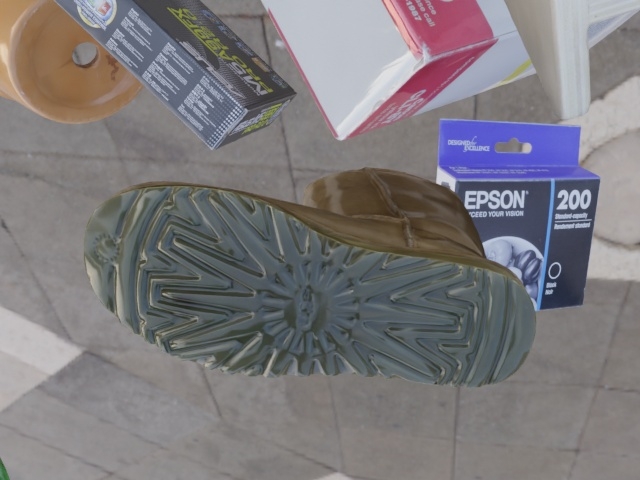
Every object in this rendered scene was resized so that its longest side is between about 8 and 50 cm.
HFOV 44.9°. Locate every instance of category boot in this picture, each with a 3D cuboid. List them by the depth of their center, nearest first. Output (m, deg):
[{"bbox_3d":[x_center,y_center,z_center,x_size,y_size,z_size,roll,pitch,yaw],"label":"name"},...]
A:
[{"bbox_3d":[0.000,0.000,0.497,0.236,0.269,0.089,16,104,-4],"label":"boot"}]

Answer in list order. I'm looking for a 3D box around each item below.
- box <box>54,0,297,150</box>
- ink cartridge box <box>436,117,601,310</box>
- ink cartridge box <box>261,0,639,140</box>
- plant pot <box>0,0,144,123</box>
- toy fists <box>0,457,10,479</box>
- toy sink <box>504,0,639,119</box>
[{"bbox_3d":[-0.164,-0.226,0.860,0.270,0.216,0.060,43,109,-1],"label":"box"},{"bbox_3d":[0.212,-0.024,0.836,0.206,0.208,0.045,-3,-169,-28],"label":"ink cartridge box"},{"bbox_3d":[0.132,-0.296,0.780,0.279,0.384,0.160,62,147,8],"label":"ink cartridge box"},{"bbox_3d":[-0.356,-0.295,1.055,0.290,0.203,0.291,-24,138,-24],"label":"plant pot"},{"bbox_3d":[-0.289,0.151,0.503,0.142,0.279,0.096,-21,134,-28],"label":"toy fists"},{"bbox_3d":[0.144,-0.196,0.344,0.131,0.153,0.234,-15,140,9],"label":"toy sink"}]
